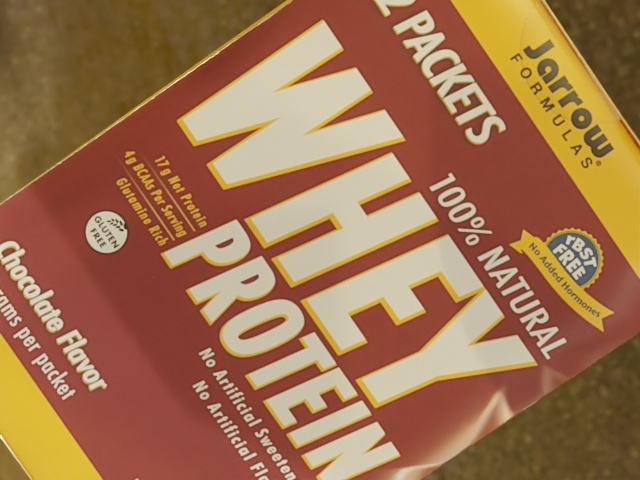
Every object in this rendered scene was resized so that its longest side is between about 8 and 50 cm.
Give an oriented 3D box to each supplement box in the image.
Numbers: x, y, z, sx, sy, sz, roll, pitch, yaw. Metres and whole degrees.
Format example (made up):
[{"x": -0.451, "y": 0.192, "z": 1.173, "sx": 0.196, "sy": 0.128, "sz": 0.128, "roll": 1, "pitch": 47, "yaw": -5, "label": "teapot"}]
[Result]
[{"x": 0.000, "y": 0.000, "z": 0.570, "sx": 0.129, "sy": 0.191, "sz": 0.194, "roll": 55, "pitch": -175, "yaw": -3, "label": "supplement box"}]
